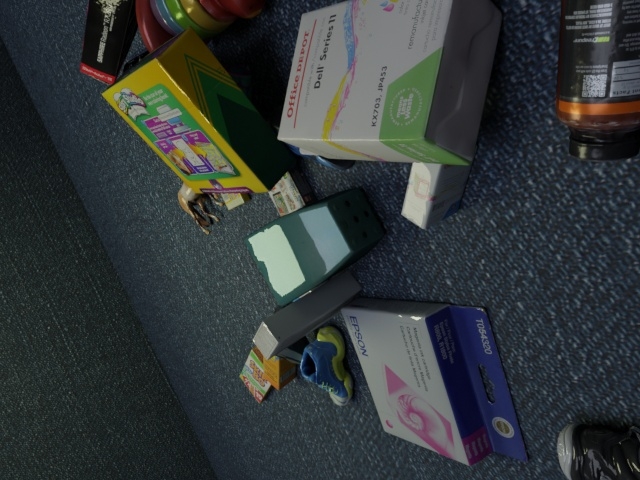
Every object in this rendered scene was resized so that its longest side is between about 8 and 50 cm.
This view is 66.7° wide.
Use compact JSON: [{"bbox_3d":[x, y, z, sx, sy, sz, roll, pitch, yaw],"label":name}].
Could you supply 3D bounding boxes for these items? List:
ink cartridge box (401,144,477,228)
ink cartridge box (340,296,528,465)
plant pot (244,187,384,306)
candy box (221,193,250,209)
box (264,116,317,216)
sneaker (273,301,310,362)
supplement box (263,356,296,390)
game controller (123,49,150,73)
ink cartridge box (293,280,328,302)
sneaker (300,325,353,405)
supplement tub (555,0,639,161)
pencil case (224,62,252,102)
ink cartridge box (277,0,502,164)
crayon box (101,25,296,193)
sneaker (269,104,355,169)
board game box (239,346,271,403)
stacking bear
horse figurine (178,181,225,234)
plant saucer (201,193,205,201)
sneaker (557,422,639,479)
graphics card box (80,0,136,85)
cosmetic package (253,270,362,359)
[{"bbox_3d":[0.180,-0.091,0.744,0.052,0.088,0.123,39,139,34],"label":"ink cartridge box"},{"bbox_3d":[0.211,0.277,0.972,0.330,0.071,0.325,-4,109,54],"label":"ink cartridge box"},{"bbox_3d":[0.000,0.000,0.982,0.234,0.165,0.166,-30,88,46],"label":"plant pot"},{"bbox_3d":[-0.258,-0.187,1.288,0.105,0.027,0.206,-15,101,54],"label":"candy box"},{"bbox_3d":[-0.094,-0.158,1.092,0.114,0.036,0.207,-24,93,55],"label":"box"},{"bbox_3d":[-0.050,0.238,1.267,0.086,0.164,0.226,1,155,34],"label":"sneaker"},{"bbox_3d":[-0.119,0.323,1.410,0.078,0.080,0.234,31,133,33],"label":"supplement box"},{"bbox_3d":[-0.482,-0.437,1.371,0.319,0.067,0.167,7,118,49],"label":"game controller"},{"bbox_3d":[-0.062,0.067,1.181,0.180,0.060,0.104,56,145,9],"label":"ink cartridge box"},{"bbox_3d":[0.005,0.335,1.218,0.091,0.126,0.240,14,122,47],"label":"sneaker"},{"bbox_3d":[0.305,-0.187,0.509,0.106,0.106,0.198,19,127,44],"label":"supplement tub"},{"bbox_3d":[-0.189,-0.312,1.085,0.070,0.064,0.152,27,134,17],"label":"pencil case"},{"bbox_3d":[0.059,-0.229,0.713,0.353,0.119,0.207,12,92,47],"label":"ink cartridge box"},{"bbox_3d":[-0.268,-0.245,1.031,0.362,0.106,0.313,7,143,52],"label":"crayon box"},{"bbox_3d":[-0.011,-0.190,0.954,0.209,0.069,0.082,35,164,25],"label":"sneaker"},{"bbox_3d":[-0.207,0.455,1.650,0.124,0.039,0.259,48,140,18],"label":"board game box"},{"bbox_3d":[-0.215,-0.475,0.943,0.288,0.175,0.164,4,123,40],"label":"stacking bear"},{"bbox_3d":[-0.351,-0.129,1.395,0.174,0.066,0.263,44,144,11],"label":"horse figurine"},{"bbox_3d":[-0.378,-0.151,1.474,0.083,0.015,0.084,30,135,37],"label":"plant saucer"},{"bbox_3d":[0.468,0.383,0.684,0.269,0.101,0.153,59,148,9],"label":"sneaker"},{"bbox_3d":[-0.467,-0.569,1.136,0.371,0.094,0.233,-31,44,55],"label":"graphics card box"},{"bbox_3d":[-0.026,0.155,1.038,0.060,0.239,0.099,52,143,15],"label":"cosmetic package"}]
